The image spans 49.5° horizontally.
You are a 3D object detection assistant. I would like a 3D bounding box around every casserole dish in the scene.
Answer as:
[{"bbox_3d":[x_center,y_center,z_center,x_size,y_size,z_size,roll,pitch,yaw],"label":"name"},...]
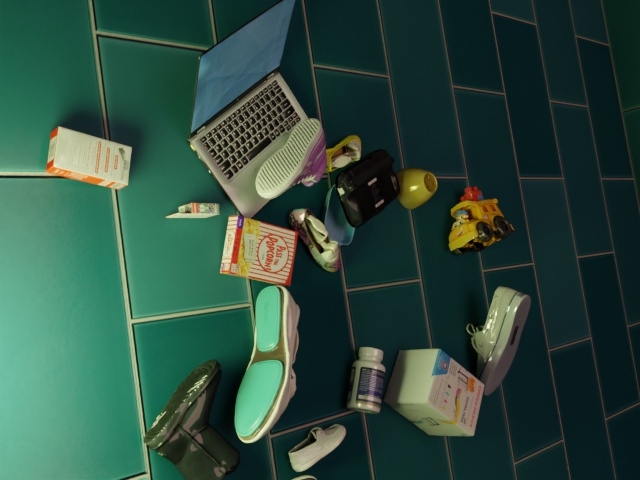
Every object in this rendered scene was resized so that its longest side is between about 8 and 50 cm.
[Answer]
[{"bbox_3d":[0.052,-0.073,1.986,0.114,0.037,0.188,27,65,-35],"label":"casserole dish"}]

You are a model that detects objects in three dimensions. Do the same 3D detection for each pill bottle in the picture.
[{"bbox_3d":[0.129,0.386,1.919,0.094,0.094,0.169,25,66,-36],"label":"pill bottle"}]

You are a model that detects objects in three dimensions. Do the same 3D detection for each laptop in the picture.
[{"bbox_3d":[-0.126,-0.332,1.749,0.382,0.236,0.408,-47,112,-36],"label":"laptop"}]

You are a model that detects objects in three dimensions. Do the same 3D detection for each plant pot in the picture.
[{"bbox_3d":[0.313,-0.173,2.196,0.134,0.095,0.134,9,76,-40],"label":"plant pot"}]

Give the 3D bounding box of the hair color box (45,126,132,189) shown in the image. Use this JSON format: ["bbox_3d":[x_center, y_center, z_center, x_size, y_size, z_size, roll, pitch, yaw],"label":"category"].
[{"bbox_3d":[-0.502,-0.176,1.509,0.167,0.053,0.093,14,71,-38],"label":"hair color box"}]

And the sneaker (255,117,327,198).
[{"bbox_3d":[-0.059,-0.173,1.822,0.282,0.102,0.161,-53,147,-31],"label":"sneaker"}]

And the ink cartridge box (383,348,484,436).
[{"bbox_3d":[0.338,0.450,2.040,0.232,0.168,0.171,39,57,-30],"label":"ink cartridge box"}]

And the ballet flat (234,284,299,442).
[{"bbox_3d":[-0.107,0.303,1.690,0.139,0.139,0.400,30,52,-33],"label":"ballet flat"}]

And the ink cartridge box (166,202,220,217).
[{"bbox_3d":[-0.305,-0.072,1.653,0.115,0.063,0.029,-1,83,-41],"label":"ink cartridge box"}]

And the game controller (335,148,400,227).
[{"bbox_3d":[0.144,-0.157,2.044,0.319,0.067,0.167,-36,120,-51],"label":"game controller"}]

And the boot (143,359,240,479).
[{"bbox_3d":[-0.255,0.425,1.572,0.207,0.094,0.246,50,55,-22],"label":"boot"}]

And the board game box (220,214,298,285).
[{"bbox_3d":[-0.154,0.029,1.768,0.193,0.045,0.147,14,79,-39],"label":"board game box"}]

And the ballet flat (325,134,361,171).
[{"bbox_3d":[0.069,-0.245,2.000,0.231,0.077,0.077,-32,121,-44],"label":"ballet flat"}]

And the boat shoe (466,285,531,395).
[{"bbox_3d":[0.558,0.321,2.291,0.135,0.156,0.367,-2,111,-46],"label":"boat shoe"}]

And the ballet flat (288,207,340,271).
[{"bbox_3d":[0.000,0.000,1.896,0.221,0.079,0.077,53,51,-20],"label":"ballet flat"}]

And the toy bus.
[{"bbox_3d":[0.514,-0.076,2.334,0.220,0.149,0.211,-10,75,-40],"label":"toy bus"}]

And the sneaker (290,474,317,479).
[{"bbox_3d":[-0.072,0.669,1.649,0.295,0.147,0.105,-30,99,-42],"label":"sneaker"}]

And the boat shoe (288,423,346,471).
[{"bbox_3d":[-0.010,0.521,1.796,0.184,0.066,0.063,-28,101,-31],"label":"boat shoe"}]
